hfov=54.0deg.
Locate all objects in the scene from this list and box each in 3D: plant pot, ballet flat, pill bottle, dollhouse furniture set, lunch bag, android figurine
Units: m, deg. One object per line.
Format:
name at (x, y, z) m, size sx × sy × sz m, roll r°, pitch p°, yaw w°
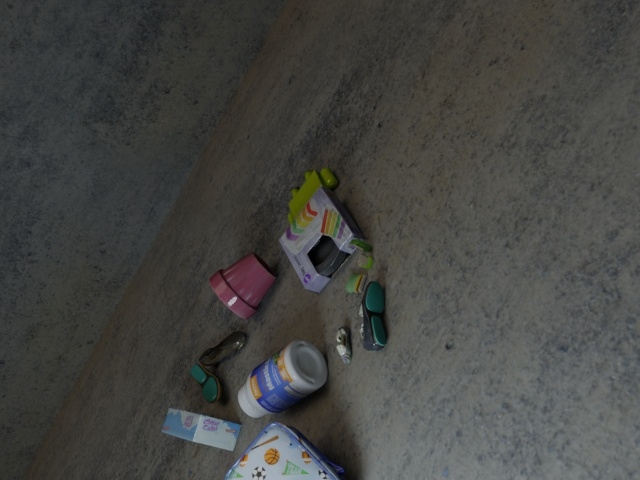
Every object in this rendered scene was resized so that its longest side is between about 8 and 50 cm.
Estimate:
plant pot at (-0.262, 0.147, 2.227) m, size 0.180 × 0.201 × 0.201 m, roll -43°, pitch 32°, yaw 3°
ballet flat at (0.061, 0.289, 1.750) m, size 0.041 × 0.041 × 0.114 m, roll -38°, pitch 39°, yaw 36°
pill bottle at (-0.119, 0.410, 1.819) m, size 0.272 × 0.152 × 0.152 m, roll -40°, pitch 37°, yaw 33°
dollhouse furniture set at (0.102, 0.077, 1.835) m, size 0.076 × 0.058 × 0.152 m, roll -2°, pitch 65°, yaw 57°
lunch bag at (-0.066, 0.601, 1.508) m, size 0.303 × 0.115 × 0.243 m, roll 38°, pitch 81°, yaw 29°
android figurine at (-0.033, -0.139, 2.215) m, size 0.248 × 0.056 × 0.273 m, roll -52°, pitch 31°, yaw 17°
ballet flat at (-0.390, 0.511, 2.239) m, size 0.080 × 0.073 × 0.232 m, roll -53°, pitch 37°, yaw 0°
ballet flat at (0.132, 0.205, 1.680) m, size 0.074 × 0.074 × 0.203 m, roll -36°, pitch 42°, yaw 38°
ballet flat at (-0.349, 0.401, 2.286) m, size 0.250 × 0.058 × 0.084 m, roll -34°, pitch 19°, yaw 31°

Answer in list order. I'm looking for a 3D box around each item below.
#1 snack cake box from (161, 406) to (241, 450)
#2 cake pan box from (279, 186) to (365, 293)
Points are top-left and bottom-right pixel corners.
snack cake box at (-0.400, 0.623, 2.082) m, size 0.264 × 0.152 × 0.089 m, roll -12°, pitch 57°, yaw 53°
cake pan box at (0.000, 0.000, 2.007) m, size 0.246 × 0.070 × 0.267 m, roll -51°, pitch 44°, yaw 22°
